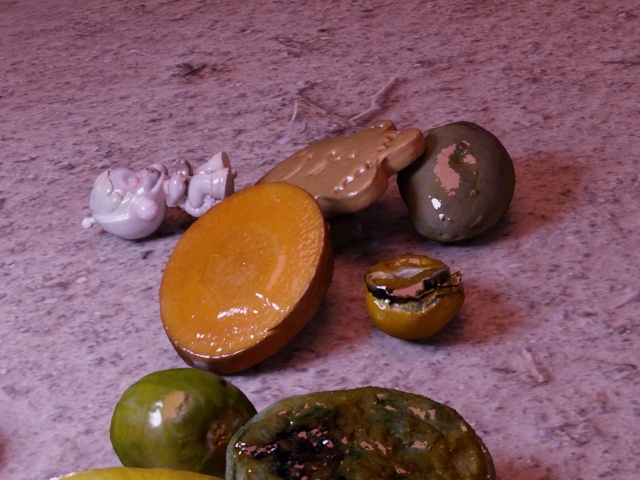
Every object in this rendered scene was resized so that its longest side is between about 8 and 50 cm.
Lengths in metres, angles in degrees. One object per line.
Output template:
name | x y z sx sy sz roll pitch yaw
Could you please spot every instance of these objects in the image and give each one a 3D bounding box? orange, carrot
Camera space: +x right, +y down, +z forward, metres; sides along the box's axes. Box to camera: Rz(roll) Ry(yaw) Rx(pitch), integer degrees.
orange | 0.127 0.082 2.021 0.170 0.112 0.160 0 8 -38
carrot | -0.105 0.059 2.072 0.258 0.100 0.307 2 55 32

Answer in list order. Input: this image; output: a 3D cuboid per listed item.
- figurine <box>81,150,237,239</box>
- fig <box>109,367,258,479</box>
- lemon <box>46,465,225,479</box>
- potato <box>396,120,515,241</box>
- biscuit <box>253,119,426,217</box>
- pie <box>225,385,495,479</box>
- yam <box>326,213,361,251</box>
figurine | -0.266 -0.069 2.373 0.257 0.144 0.181 -2 50 6
fig | -0.182 0.224 1.798 0.167 0.167 0.233 -30 43 -34
lemon | -0.164 0.407 1.314 0.364 0.364 0.364 -6 29 3
potato | 0.211 -0.091 2.266 0.178 0.160 0.235 -20 32 31
biscuit | 0.007 -0.105 2.302 0.275 0.052 0.355 -44 23 -27
pie | 0.040 0.261 1.612 0.323 0.070 0.323 5 33 -3
yam | 0.000 0.000 2.253 0.132 0.054 0.054 -25 33 -23
